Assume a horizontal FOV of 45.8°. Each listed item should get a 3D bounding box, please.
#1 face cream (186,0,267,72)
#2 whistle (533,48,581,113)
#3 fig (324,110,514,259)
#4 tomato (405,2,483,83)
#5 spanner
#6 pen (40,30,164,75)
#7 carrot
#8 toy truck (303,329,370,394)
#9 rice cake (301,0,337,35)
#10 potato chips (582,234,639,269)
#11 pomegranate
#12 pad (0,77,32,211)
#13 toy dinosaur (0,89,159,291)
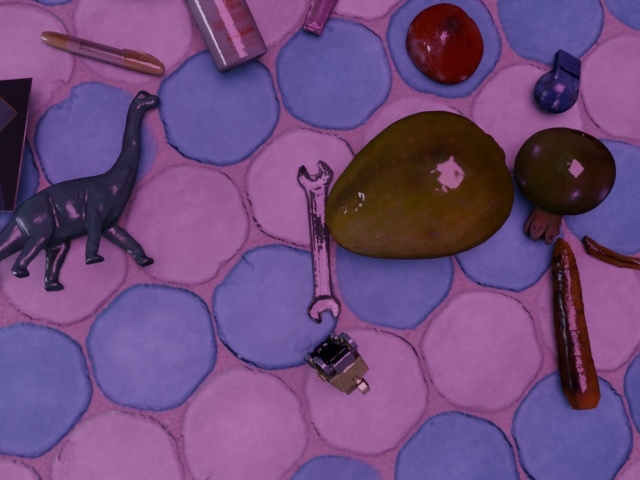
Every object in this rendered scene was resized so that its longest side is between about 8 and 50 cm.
[{"bbox_3d":[-0.190,-0.436,1.364,0.101,0.101,0.252,-26,102,-9],"label":"face cream"},{"bbox_3d":[0.454,-0.294,1.457,0.090,0.090,0.158,26,40,-1],"label":"whistle"},{"bbox_3d":[0.163,-0.081,1.306,0.326,0.258,0.258,-23,84,5],"label":"fig"},{"bbox_3d":[0.243,-0.381,1.435,0.139,0.091,0.159,-32,88,-8],"label":"tomato"},{"bbox_3d":[0.000,0.000,1.391,0.071,0.017,0.302,-4,81,-6],"label":"spanner"},{"bbox_3d":[-0.400,-0.349,1.400,0.233,0.032,0.040,17,57,-2],"label":"pen"},{"bbox_3d":[0.457,0.148,1.386,0.066,0.066,0.315,-5,82,-6],"label":"carrot"},{"bbox_3d":[0.037,0.216,1.286,0.077,0.169,0.100,-40,93,-12],"label":"toy truck"},{"bbox_3d":[0.025,-0.483,1.458,0.047,0.036,0.207,27,80,9],"label":"rice cake"},{"bbox_3d":[0.592,0.036,1.438,0.203,0.026,0.037,16,67,-2],"label":"potato chips"},{"bbox_3d":[0.427,-0.107,1.375,0.179,0.179,0.210,37,92,1],"label":"pomegranate"},{"bbox_3d":[-0.583,-0.167,1.331,0.163,0.004,0.243,0,80,22],"label":"pad"},{"bbox_3d":[-0.453,-0.091,1.334,0.383,0.129,0.331,-11,72,-6],"label":"toy dinosaur"}]
